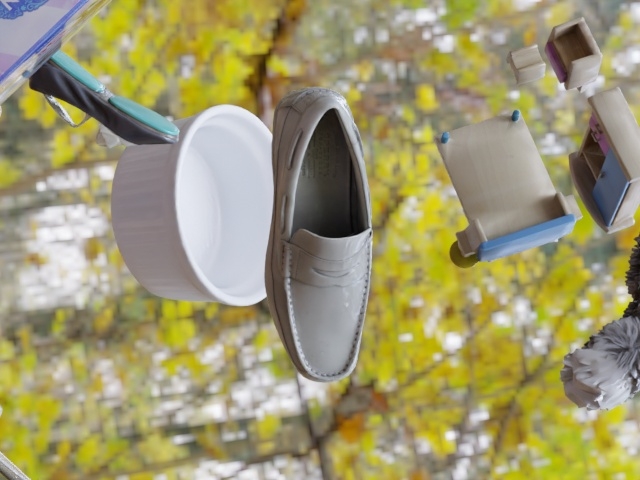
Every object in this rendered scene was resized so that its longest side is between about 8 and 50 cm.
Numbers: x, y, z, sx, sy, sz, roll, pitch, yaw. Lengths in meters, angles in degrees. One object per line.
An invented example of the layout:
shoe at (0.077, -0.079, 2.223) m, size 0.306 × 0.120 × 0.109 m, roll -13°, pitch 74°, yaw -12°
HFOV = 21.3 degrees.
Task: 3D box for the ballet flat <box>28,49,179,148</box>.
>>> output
ballet flat at (-0.265, -0.156, 2.040) m, size 0.203 × 0.074 × 0.074 m, roll 33°, pitch -38°, yaw 3°

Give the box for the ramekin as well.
ramekin at (-0.166, -0.044, 2.361) m, size 0.135 × 0.277 × 0.277 m, roll -5°, pitch -89°, yaw 33°

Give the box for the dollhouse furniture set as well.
dollhouse furniture set at (0.278, -0.110, 2.410) m, size 0.198 × 0.303 × 0.286 m, roll 94°, pitch -25°, yaw -67°

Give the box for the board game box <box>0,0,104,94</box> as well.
board game box at (-0.189, -0.183, 1.213) m, size 0.066 × 0.319 × 0.318 m, roll 47°, pitch 15°, yaw -9°

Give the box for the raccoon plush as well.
raccoon plush at (0.441, 0.100, 2.088) m, size 0.216 × 0.446 × 0.299 m, roll 49°, pitch -19°, yaw 34°

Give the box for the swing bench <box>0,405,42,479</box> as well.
swing bench at (-0.419, 0.303, 1.936) m, size 0.253 × 0.165 × 0.254 m, roll -99°, pitch 164°, yaw -74°

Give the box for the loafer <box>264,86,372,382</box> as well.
loafer at (0.000, 0.000, 1.784) m, size 0.111 × 0.112 × 0.319 m, roll -146°, pitch -131°, yaw -71°
